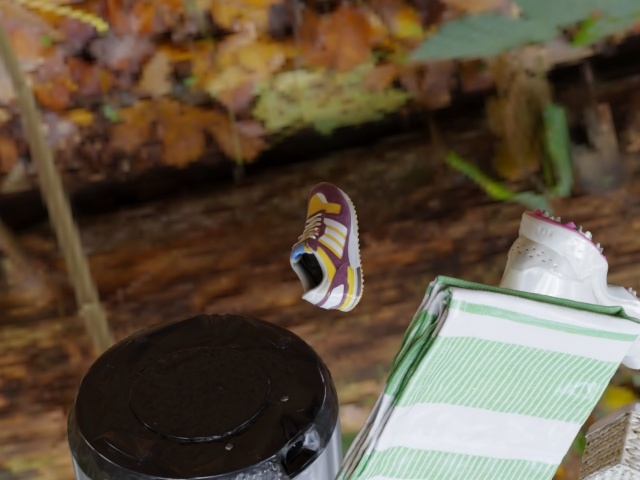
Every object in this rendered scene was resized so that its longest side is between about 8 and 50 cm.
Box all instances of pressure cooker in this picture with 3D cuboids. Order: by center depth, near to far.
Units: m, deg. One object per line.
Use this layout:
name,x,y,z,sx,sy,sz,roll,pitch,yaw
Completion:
pressure cooker,-0.149,0.360,2.236,0.370,0.420,0.375,14,-141,25

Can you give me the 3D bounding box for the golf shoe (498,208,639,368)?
golf shoe,0.291,0.087,1.891,0.115,0.140,0.306,20,164,46

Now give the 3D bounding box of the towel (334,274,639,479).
towel,0.134,0.187,1.478,0.248,0.038,0.325,9,116,-34

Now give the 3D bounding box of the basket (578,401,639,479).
basket,0.465,0.322,2.428,0.113,0.103,0.167,23,156,-7

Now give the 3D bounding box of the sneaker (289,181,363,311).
sneaker,0.000,0.000,2.089,0.084,0.185,0.069,13,141,-35
